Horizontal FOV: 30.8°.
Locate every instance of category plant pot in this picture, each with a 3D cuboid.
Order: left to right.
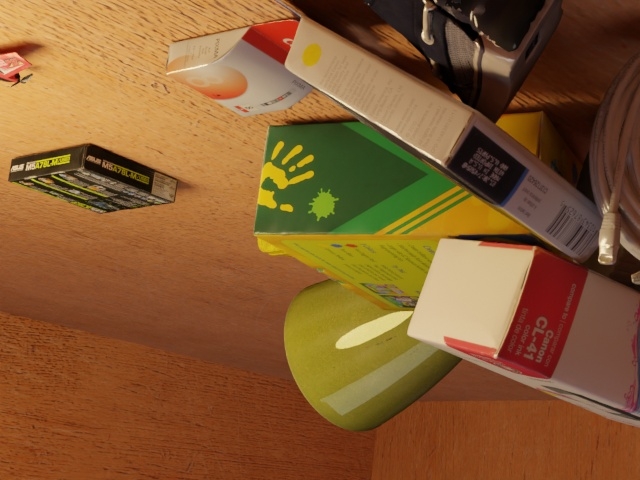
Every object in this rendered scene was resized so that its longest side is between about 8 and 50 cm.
[{"bbox_3d":[0.136,0.147,1.950,0.274,0.275,0.293,18,145,-38],"label":"plant pot"}]

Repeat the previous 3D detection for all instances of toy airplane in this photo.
[{"bbox_3d":[-0.413,-0.216,1.377,0.151,0.028,0.151,5,164,1],"label":"toy airplane"}]

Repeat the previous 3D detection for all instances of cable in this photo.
[{"bbox_3d":[0.386,-0.079,1.104,0.257,0.257,0.089,0,170,8],"label":"cable"}]

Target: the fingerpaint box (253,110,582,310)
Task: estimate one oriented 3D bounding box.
[{"bbox_3d":[0.179,-0.023,1.589,0.371,0.163,0.445,0,164,27],"label":"fingerpaint box"}]

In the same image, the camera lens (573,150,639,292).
[{"bbox_3d":[0.457,-0.023,1.353,0.274,0.220,0.219,9,165,-8],"label":"camera lens"}]

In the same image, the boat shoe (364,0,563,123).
[{"bbox_3d":[0.126,-0.207,1.055,0.158,0.127,0.340,32,178,8],"label":"boat shoe"}]

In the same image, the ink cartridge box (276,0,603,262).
[{"bbox_3d":[0.107,-0.112,1.167,0.307,0.072,0.303,35,-173,40],"label":"ink cartridge box"}]

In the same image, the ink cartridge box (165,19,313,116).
[{"bbox_3d":[-0.059,-0.189,1.300,0.179,0.045,0.145,-1,164,36],"label":"ink cartridge box"}]

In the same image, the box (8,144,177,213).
[{"bbox_3d":[-0.351,-0.092,1.800,0.184,0.045,0.190,-3,164,41],"label":"box"}]

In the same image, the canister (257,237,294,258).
[{"bbox_3d":[0.000,0.000,1.938,0.169,0.073,0.126,16,163,-38],"label":"canister"}]

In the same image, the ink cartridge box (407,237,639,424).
[{"bbox_3d":[0.285,0.111,1.301,0.306,0.131,0.226,24,173,-19],"label":"ink cartridge box"}]
